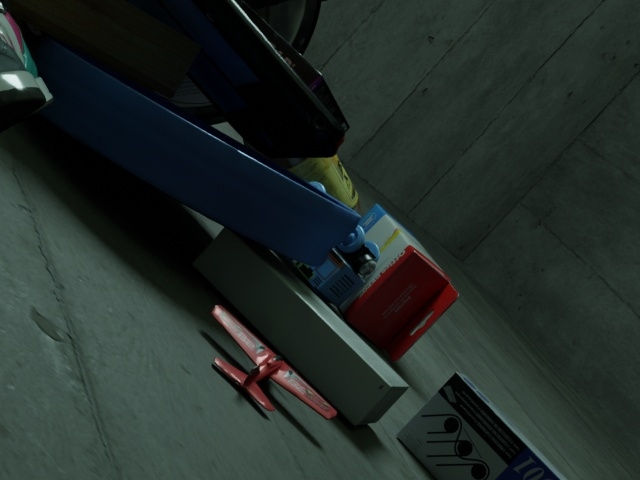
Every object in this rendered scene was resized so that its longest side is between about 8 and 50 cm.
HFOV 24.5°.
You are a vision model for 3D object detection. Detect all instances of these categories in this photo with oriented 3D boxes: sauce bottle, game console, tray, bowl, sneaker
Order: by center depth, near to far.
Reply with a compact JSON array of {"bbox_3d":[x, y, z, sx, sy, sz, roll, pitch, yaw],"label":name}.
[{"bbox_3d":[-0.291,-0.163,1.144,0.178,0.124,0.295,60,-3,-9],"label":"sneaker"},{"bbox_3d":[-0.339,-0.287,1.530,0.411,0.076,0.203,27,4,-36],"label":"tray"},{"bbox_3d":[-0.143,-0.092,1.591,0.391,0.077,0.391,30,3,-2],"label":"bowl"},{"bbox_3d":[-0.141,-0.242,1.627,0.386,0.060,0.342,48,-5,-13],"label":"game console"},{"bbox_3d":[-0.008,-0.069,2.152,0.111,0.111,0.344,48,-7,36],"label":"sauce bottle"}]

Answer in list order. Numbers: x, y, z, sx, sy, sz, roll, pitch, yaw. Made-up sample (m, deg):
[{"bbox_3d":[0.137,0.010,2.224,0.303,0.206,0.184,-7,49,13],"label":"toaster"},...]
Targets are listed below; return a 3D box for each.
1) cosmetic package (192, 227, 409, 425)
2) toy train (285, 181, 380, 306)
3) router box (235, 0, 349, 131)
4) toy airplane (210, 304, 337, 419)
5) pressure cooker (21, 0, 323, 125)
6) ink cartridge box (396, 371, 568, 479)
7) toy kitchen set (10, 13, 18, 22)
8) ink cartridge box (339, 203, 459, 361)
[{"bbox_3d":[-0.020,0.089,1.521,0.239,0.060,0.099,44,4,15],"label":"cosmetic package"},{"bbox_3d":[0.000,0.000,1.990,0.184,0.105,0.080,48,0,37],"label":"toy train"},{"bbox_3d":[-0.051,-0.203,1.755,0.179,0.046,0.133,45,-6,28],"label":"router box"},{"bbox_3d":[-0.050,0.118,1.316,0.151,0.028,0.151,40,7,-6],"label":"toy airplane"},{"bbox_3d":[-0.187,-0.347,1.988,0.375,0.370,0.420,37,4,-10],"label":"pressure cooker"},{"bbox_3d":[0.186,0.246,1.561,0.207,0.097,0.046,45,8,25],"label":"ink cartridge box"},{"bbox_3d":[-0.395,-0.298,1.737,0.068,0.075,0.083,46,4,34],"label":"toy kitchen set"},{"bbox_3d":[0.089,0.056,2.020,0.078,0.134,0.231,40,7,-25],"label":"ink cartridge box"}]
